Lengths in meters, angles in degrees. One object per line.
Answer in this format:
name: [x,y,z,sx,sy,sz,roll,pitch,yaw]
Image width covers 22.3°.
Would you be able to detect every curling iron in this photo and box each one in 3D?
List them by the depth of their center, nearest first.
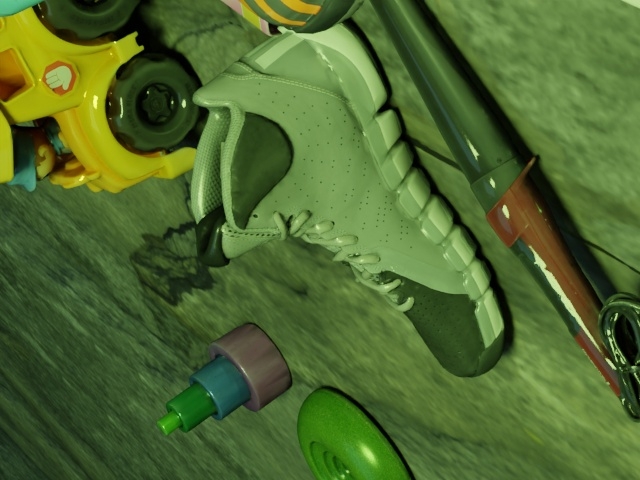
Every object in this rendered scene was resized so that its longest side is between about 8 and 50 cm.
curling iron: [0.101,-0.027,0.778,0.274,0.035,0.068,57,138,12]

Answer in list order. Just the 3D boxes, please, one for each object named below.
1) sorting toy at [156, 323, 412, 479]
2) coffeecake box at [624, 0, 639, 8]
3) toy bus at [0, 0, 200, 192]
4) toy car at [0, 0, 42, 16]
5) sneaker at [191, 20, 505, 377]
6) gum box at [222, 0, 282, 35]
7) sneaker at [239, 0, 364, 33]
sorting toy: [0.005,0.207,1.179,0.365,0.126,0.127,41,154,32]
coffeecake box: [0.098,-0.161,0.541,0.185,0.068,0.142,34,148,43]
toy bus: [-0.212,-0.105,1.083,0.149,0.211,0.220,16,137,56]
toy car: [-0.061,-0.188,0.414,0.219,0.210,0.238,64,177,-14]
sneaker: [0.000,0.000,0.887,0.229,0.132,0.086,61,158,-10]
gum box: [-0.035,-0.196,0.752,0.107,0.062,0.188,42,147,32]
sneaker: [-0.112,-0.202,0.612,0.321,0.180,0.124,59,141,15]
